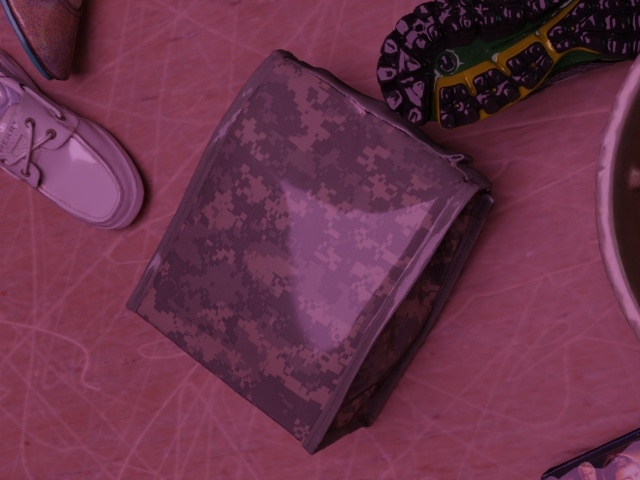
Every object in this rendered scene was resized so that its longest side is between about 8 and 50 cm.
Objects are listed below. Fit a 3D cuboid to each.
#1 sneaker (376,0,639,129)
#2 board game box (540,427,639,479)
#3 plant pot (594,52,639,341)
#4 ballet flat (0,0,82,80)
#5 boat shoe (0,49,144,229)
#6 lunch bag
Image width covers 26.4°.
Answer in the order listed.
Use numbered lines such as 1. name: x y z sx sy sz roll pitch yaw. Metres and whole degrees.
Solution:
1. sneaker: 0.209 -0.200 1.151 0.343 0.146 0.134 -19 96 6
2. board game box: 0.332 0.223 1.158 0.243 0.042 0.165 -30 80 22
3. plant pot: 0.394 -0.030 0.980 0.333 0.305 0.334 1 92 23
4. ballet flat: -0.298 -0.317 1.387 0.106 0.107 0.316 -28 81 8
5. boat shoe: -0.302 -0.104 1.395 0.277 0.096 0.098 38 105 18
6. lunch bag: 0.000 0.000 1.229 0.235 0.169 0.287 35 109 19
